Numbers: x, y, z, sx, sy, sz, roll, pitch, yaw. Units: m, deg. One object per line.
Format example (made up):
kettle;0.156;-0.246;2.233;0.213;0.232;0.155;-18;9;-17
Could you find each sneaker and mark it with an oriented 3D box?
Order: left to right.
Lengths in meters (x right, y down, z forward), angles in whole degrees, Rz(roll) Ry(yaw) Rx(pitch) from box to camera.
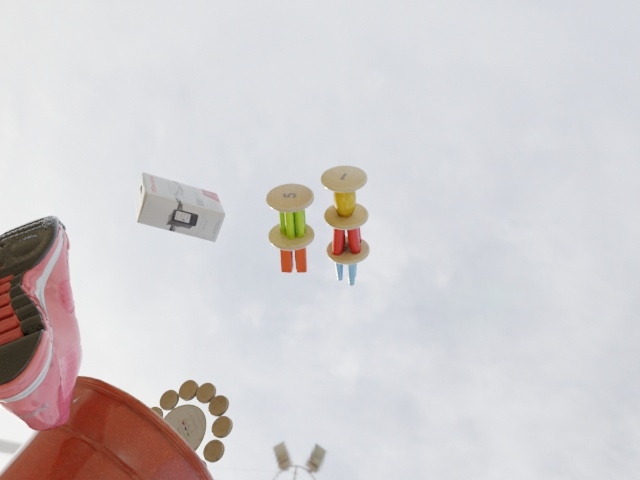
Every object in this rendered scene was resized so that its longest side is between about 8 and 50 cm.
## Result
sneaker;-0.342;0.095;0.929;0.115;0.136;0.314;-19;-141;1

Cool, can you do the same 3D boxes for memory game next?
memory game;-0.222;0.311;1.261;0.186;0.012;0.186;-15;-129;19

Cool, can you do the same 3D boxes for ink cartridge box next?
ink cartridge box;-0.262;-0.061;1.441;0.063;0.150;0.109;-67;-156;18

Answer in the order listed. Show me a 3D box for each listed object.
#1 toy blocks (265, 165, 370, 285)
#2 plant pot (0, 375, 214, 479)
toy blocks;0.000;0.000;0.897;0.123;0.148;0.054;-21;-141;-22
plant pot;-0.305;0.353;0.939;0.272;0.272;0.265;1;-145;38
